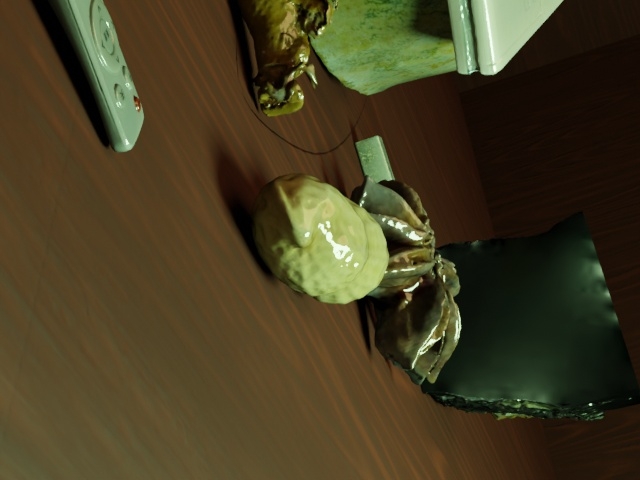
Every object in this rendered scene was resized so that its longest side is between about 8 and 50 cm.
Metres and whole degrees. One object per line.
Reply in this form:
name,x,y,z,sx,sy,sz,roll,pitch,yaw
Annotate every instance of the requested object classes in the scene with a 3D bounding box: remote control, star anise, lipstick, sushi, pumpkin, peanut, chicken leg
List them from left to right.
remote control,-0.127,-0.130,0.622,0.050,0.027,0.184,-85,160,-60
chicken leg,-0.027,-0.193,1.069,0.101,0.085,0.207,35,46,-52
peanut,0.000,0.000,0.917,0.187,0.082,0.082,26,48,-74
lipstick,0.074,-0.056,1.493,0.030,0.030,0.129,1,72,-79
star anise,0.076,0.029,1.240,0.229,0.093,0.236,47,24,-55
pumpkin,0.113,-0.341,1.437,0.332,0.199,0.332,8,81,-55
remote control,0.212,-0.282,1.393,0.277,0.055,0.103,-47,134,-48
sushi,0.235,0.121,1.494,0.212,0.227,0.215,49,26,-64
